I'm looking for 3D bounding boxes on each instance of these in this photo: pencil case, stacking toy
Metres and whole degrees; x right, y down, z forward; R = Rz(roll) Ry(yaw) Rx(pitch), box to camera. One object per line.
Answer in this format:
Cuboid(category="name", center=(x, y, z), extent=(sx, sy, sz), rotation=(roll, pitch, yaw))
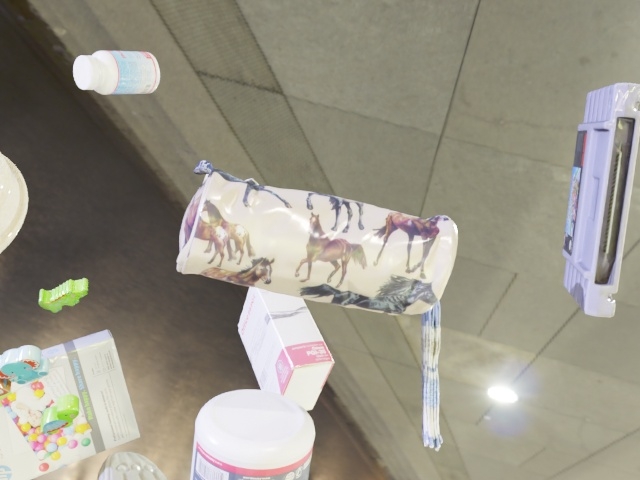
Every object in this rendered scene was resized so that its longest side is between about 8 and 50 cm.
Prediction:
Cuboid(category="pencil case", center=(0.000, 0.000, 1.034), extent=(0.410, 0.184, 0.160), rotation=(11, 142, -8))
Cuboid(category="stacking toy", center=(-0.346, 0.141, 0.722), extent=(0.221, 0.167, 0.052), rotation=(-23, 140, 10))

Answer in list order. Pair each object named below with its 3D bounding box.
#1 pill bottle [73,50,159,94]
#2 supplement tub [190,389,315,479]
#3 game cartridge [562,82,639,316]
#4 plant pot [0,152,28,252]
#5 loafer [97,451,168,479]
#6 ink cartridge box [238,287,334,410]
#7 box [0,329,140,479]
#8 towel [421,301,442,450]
Cuboid(category="pill bottle", center=(-0.416, -0.343, 1.404), extent=(0.087, 0.087, 0.160), rotation=(-5, -173, 39))
Cuboid(category="supplement tub", center=(-0.118, 0.401, 1.120), extent=(0.191, 0.272, 0.191), rotation=(8, -163, -2))
Cuboid(category="game cartridge", center=(0.459, -0.073, 1.141), extent=(0.068, 0.355, 0.230), rotation=(5, -171, 6))
Cuboid(category="plant pot", center=(-0.677, -0.144, 1.106), extent=(0.333, 0.334, 0.306), rotation=(18, 143, 4))
Cuboid(category="loafer", center=(-0.201, 0.391, 0.792), extent=(0.112, 0.319, 0.111), rotation=(17, 117, -40))
Cuboid(category="ink cartridge box", center=(-0.095, 0.260, 1.718), extent=(0.117, 0.283, 0.207), rotation=(-5, 136, -27))
Cuboid(category="box", center=(-0.332, 0.208, 0.845), extent=(0.038, 0.186, 0.145), rotation=(24, 126, 62))
Cuboid(category="towel", center=(0.215, 0.249, 1.343), extent=(0.034, 0.285, 0.209), rotation=(0, 173, 6))
